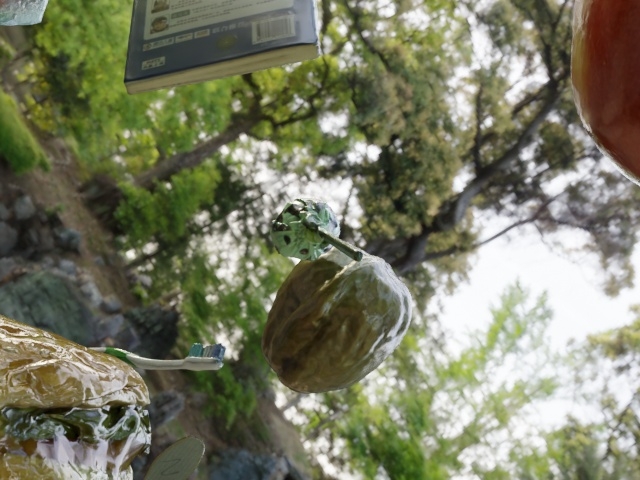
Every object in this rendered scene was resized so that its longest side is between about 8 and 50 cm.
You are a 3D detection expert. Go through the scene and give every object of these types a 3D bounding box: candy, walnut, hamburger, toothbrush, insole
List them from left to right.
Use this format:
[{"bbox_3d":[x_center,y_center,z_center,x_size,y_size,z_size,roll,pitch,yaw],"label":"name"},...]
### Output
[{"bbox_3d":[-0.271,0.183,0.848,0.209,0.162,0.330,22,-13,-16],"label":"hamburger"},{"bbox_3d":[-0.333,0.193,1.343,0.042,0.418,0.040,54,40,-46],"label":"toothbrush"},{"bbox_3d":[-0.244,0.370,1.261,0.064,0.188,0.004,36,9,-19],"label":"insole"},{"bbox_3d":[0.000,0.000,0.984,0.083,0.091,0.305,61,-6,-13],"label":"candy"},{"bbox_3d":[0.025,0.139,1.453,0.227,0.283,0.283,43,-18,18],"label":"walnut"}]

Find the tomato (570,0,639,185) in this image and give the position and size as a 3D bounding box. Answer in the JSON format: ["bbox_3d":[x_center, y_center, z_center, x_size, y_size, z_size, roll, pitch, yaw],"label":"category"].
[{"bbox_3d":[0.370,-0.171,0.645,0.341,0.341,0.273,63,20,-12],"label":"tomato"}]

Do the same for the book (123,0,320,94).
[{"bbox_3d":[-0.157,-0.410,1.321,0.039,0.300,0.428,70,12,-51],"label":"book"}]

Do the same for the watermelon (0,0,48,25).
[{"bbox_3d":[-0.438,-0.425,1.137,0.320,0.214,0.289,-88,165,-49],"label":"watermelon"}]
